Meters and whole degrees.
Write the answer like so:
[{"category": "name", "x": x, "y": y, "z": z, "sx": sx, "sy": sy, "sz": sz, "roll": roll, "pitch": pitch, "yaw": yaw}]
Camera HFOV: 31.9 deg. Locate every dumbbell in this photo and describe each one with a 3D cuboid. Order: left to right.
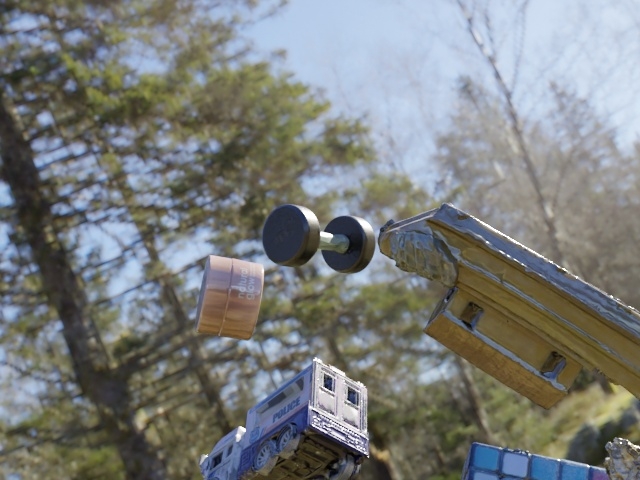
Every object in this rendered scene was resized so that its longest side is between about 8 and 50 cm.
[{"category": "dumbbell", "x": 0.000, "y": 0.000, "z": 1.833, "sx": 0.100, "sy": 0.100, "sz": 0.191, "roll": -34, "pitch": -26, "yaw": 31}]

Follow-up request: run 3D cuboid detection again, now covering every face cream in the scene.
[{"category": "face cream", "x": -0.171, "y": 0.108, "z": 2.095, "sx": 0.104, "sy": 0.149, "sz": 0.149, "roll": 10, "pitch": -22, "yaw": -9}]

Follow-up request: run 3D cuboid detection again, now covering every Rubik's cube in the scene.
[{"category": "Rubik's cube", "x": 0.385, "y": 0.588, "z": 2.108, "sx": 0.292, "sy": 0.287, "sz": 0.293, "roll": 13, "pitch": -35, "yaw": 4}]

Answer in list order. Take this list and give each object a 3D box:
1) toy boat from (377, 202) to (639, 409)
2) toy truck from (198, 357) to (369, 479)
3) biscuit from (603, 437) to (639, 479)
[{"category": "toy boat", "x": 0.262, "y": 0.106, "z": 1.358, "sx": 0.162, "sy": 0.445, "sz": 0.136, "roll": -60, "pitch": 0, "yaw": 4}, {"category": "toy truck", "x": -0.058, "y": 0.297, "z": 1.585, "sx": 0.124, "sy": 0.155, "sz": 0.268, "roll": 33, "pitch": -52, "yaw": -25}, {"category": "biscuit", "x": 0.458, "y": 0.334, "z": 1.383, "sx": 0.239, "sy": 0.108, "sz": 0.062, "roll": 22, "pitch": -40, "yaw": -8}]
